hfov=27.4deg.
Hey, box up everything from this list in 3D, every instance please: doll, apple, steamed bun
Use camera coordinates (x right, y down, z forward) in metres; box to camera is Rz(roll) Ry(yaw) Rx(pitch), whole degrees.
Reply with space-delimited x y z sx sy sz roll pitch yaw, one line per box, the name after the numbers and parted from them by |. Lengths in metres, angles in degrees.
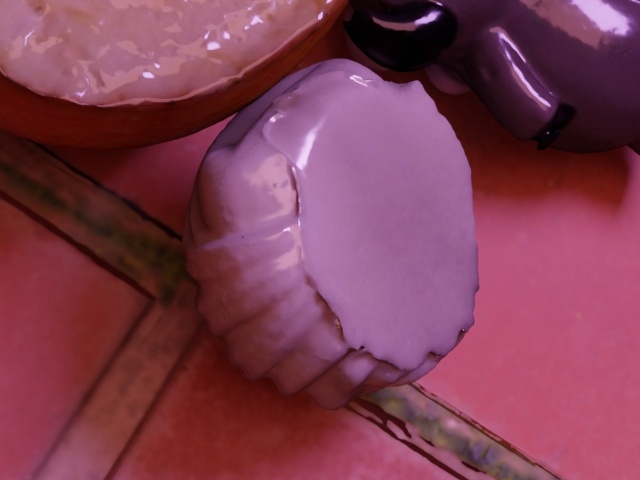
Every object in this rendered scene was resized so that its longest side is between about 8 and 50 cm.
0.115 -0.135 0.751 0.257 0.117 0.182 21 54 -13 | doll
-0.126 -0.168 0.668 0.251 0.163 0.293 -42 84 -17 | apple
0.000 0.000 0.675 0.183 0.106 0.182 9 78 -47 | steamed bun
